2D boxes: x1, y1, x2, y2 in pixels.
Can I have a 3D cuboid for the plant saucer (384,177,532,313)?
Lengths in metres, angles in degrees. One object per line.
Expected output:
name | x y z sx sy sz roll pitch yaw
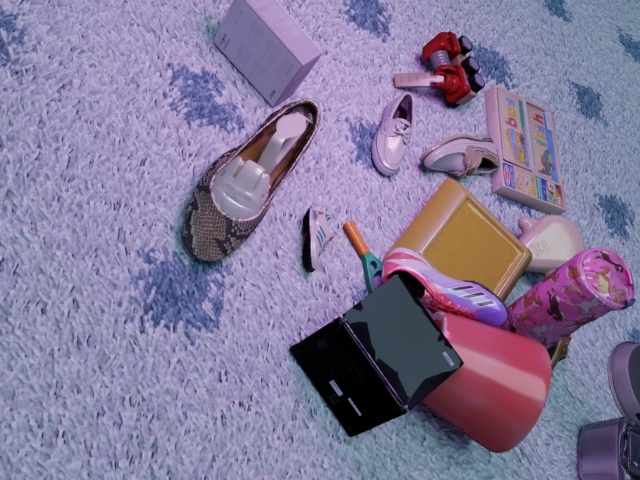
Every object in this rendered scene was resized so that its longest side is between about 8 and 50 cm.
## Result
plant saucer | 0.383 0.041 1.487 0.333 0.081 0.333 42 69 -4

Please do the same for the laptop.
laptop | 0.112 0.244 1.204 0.234 0.264 0.136 55 36 4

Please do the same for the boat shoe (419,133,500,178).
boat shoe | 0.421 -0.241 1.672 0.302 0.113 0.103 -15 70 -35

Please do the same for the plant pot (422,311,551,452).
plant pot | 0.335 0.299 1.297 0.243 0.275 0.275 26 56 -4

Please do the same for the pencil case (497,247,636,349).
pencil case | 0.581 0.173 1.407 0.167 0.386 0.160 45 52 9

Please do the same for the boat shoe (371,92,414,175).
boat shoe | 0.215 -0.303 1.599 0.096 0.088 0.268 29 56 -15

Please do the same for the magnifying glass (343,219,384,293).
magnifying glass | 0.125 0.054 1.419 0.092 0.026 0.231 -26 81 -36

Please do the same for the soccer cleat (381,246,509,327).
soccer cleat | 0.288 0.131 1.351 0.318 0.109 0.116 29 35 8

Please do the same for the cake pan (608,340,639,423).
cake pan | 0.983 0.439 1.709 0.292 0.054 0.294 12 62 -24

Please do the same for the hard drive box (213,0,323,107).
hard drive box | -0.134 -0.482 1.428 0.232 0.181 0.089 48 52 -2

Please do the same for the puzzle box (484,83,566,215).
puzzle box | 0.669 -0.299 1.879 0.271 0.052 0.409 16 61 -22

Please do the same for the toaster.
toaster | 0.756 0.551 1.469 0.129 0.146 0.227 27 58 -17

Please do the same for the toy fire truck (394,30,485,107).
toy fire truck | 0.353 -0.532 1.768 0.246 0.158 0.217 5 65 -39

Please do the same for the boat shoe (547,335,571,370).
boat shoe | 0.652 0.304 1.577 0.060 0.064 0.178 44 51 -2

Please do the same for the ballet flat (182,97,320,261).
ballet flat | -0.137 -0.168 1.277 0.164 0.182 0.483 39 55 -9

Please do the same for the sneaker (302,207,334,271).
sneaker | 0.000 0.000 1.352 0.075 0.057 0.162 9 61 -20

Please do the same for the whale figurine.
whale figurine | 0.622 0.037 1.666 0.271 0.141 0.217 -22 78 -10
